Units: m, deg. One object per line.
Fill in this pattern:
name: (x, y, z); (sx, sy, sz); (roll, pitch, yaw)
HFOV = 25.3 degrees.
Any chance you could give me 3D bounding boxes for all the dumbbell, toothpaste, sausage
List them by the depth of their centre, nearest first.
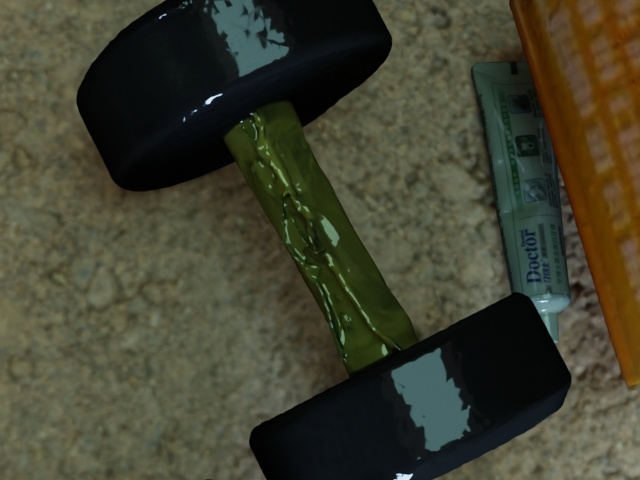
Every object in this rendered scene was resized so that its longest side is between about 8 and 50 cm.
dumbbell: (0.000, 0.000, 0.909); (0.203, 0.204, 0.322); (-25, 84, -17)
sausage: (0.279, -0.062, 0.973); (0.233, 0.233, 0.287); (-11, 80, -15)
toothpaste: (0.152, -0.030, 1.038); (0.064, 0.041, 0.218); (-3, 73, -7)

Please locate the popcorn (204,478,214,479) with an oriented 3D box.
popcorn: (-0.110, 0.261, 0.821); (0.250, 0.250, 0.190); (-45, 121, -18)
